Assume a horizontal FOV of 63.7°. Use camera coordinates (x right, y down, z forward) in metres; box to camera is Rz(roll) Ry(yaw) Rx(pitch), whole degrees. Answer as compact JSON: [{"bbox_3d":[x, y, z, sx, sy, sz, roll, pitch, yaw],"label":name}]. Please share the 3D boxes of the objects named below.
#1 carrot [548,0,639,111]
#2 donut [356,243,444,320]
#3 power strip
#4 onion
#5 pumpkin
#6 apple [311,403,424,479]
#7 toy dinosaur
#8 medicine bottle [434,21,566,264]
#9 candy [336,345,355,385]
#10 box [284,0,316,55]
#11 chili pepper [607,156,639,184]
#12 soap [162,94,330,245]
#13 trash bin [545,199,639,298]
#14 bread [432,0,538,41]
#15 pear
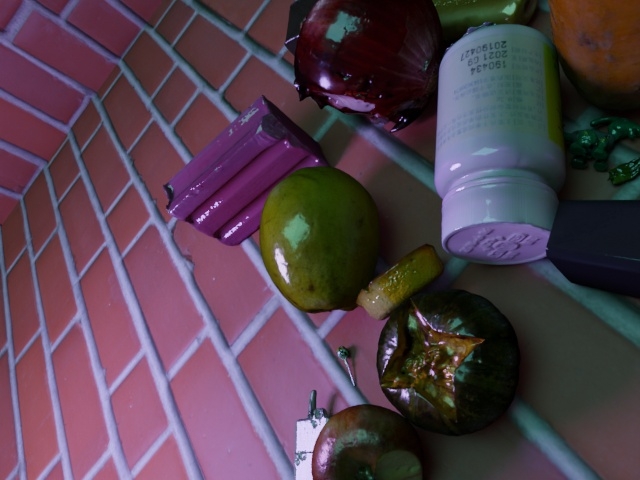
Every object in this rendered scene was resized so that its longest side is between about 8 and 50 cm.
[{"bbox_3d":[0.458,-0.351,0.771,0.224,0.340,0.224,-18,58,32],"label":"carrot"},{"bbox_3d":[0.151,0.083,0.945,0.178,0.162,0.065,-45,71,24],"label":"donut"},{"bbox_3d":[-0.003,0.427,0.961,0.093,0.053,0.288,-19,57,34],"label":"power strip"},{"bbox_3d":[0.112,-0.397,1.083,0.341,0.341,0.342,-19,57,32],"label":"onion"},{"bbox_3d":[0.205,0.194,0.833,0.237,0.159,0.238,-7,79,44],"label":"pumpkin"},{"bbox_3d":[0.072,0.357,0.851,0.195,0.173,0.160,-46,49,8],"label":"apple"},{"bbox_3d":[0.467,-0.174,0.880,0.132,0.059,0.096,23,72,39],"label":"toy dinosaur"},{"bbox_3d":[0.307,-0.166,0.894,0.213,0.213,0.379,-9,63,37],"label":"medicine bottle"},{"bbox_3d":[0.053,0.251,1.028,0.023,0.025,0.083,-23,60,9],"label":"candy"},{"bbox_3d":[0.067,-0.546,1.315,0.273,0.184,0.143,-11,63,35],"label":"box"},{"bbox_3d":[0.510,-0.117,0.830,0.091,0.034,0.030,-22,89,29],"label":"chili pepper"},{"bbox_3d":[-0.185,-0.159,1.294,0.359,0.233,0.128,-37,47,20],"label":"soap"},{"bbox_3d":[0.457,0.016,0.711,0.225,0.165,0.115,11,76,45],"label":"trash bin"},{"bbox_3d":[0.326,-0.506,1.138,0.305,0.091,0.142,15,86,44],"label":"bread"},{"bbox_3d":[0.000,0.000,1.053,0.252,0.252,0.307,-21,68,31],"label":"pear"}]
